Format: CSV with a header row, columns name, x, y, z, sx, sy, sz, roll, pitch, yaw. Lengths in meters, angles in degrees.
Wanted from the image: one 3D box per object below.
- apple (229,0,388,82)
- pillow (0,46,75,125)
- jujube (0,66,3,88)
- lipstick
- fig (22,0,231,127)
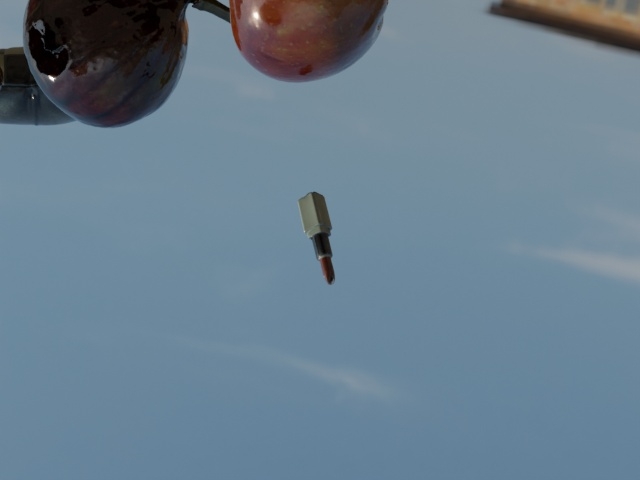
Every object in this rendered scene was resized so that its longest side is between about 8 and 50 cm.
name,x,y,z,sx,sy,sz,roll,pitch,yaw
apple,-0.008,-0.255,1.556,0.162,0.201,0.201,-3,-164,10
pillow,-0.394,-0.205,2.067,0.250,0.106,0.186,-2,-176,-6
jujube,-0.454,-0.214,1.655,0.236,0.168,0.168,33,-172,-27
lipstick,0.000,0.000,1.710,0.025,0.107,0.025,-27,152,29
fig,-0.216,-0.248,1.759,0.249,0.203,0.186,-27,164,31
